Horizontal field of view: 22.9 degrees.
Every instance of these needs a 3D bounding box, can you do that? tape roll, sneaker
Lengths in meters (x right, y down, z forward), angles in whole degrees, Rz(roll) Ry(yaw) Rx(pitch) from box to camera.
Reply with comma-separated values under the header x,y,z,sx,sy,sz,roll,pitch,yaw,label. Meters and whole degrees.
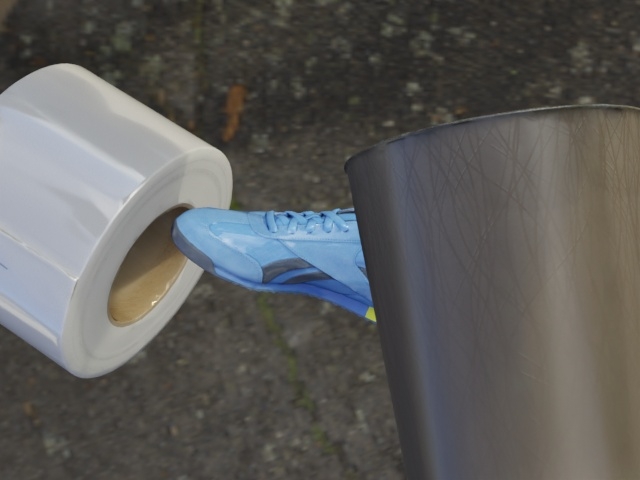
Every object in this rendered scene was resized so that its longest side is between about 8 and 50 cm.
x,y,z,sx,sy,sz,roll,pitch,yaw,label
-0.218,-0.018,1.456,0.169,0.246,0.246,32,109,18,tape roll
0.000,0.000,1.127,0.209,0.069,0.082,16,121,-14,sneaker

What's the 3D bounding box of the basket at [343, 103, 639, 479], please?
x,y,z,sx,sy,sz,roll,pitch,yaw,label
0.102,0.062,0.791,0.154,0.204,0.227,-7,85,-3,basket
